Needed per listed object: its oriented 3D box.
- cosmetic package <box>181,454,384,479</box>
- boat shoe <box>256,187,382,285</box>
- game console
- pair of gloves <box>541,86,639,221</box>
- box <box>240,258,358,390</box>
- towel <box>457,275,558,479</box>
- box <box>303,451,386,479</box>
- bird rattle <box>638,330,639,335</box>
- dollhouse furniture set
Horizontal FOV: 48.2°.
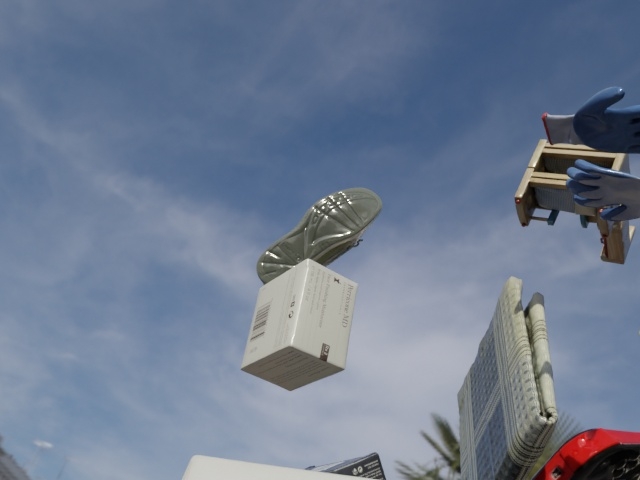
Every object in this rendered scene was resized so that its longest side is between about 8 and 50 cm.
[{"bbox_3d":[0.071,0.379,0.728,0.454,0.161,0.230,4,-57,11],"label":"cosmetic package"},{"bbox_3d":[0.001,0.002,1.566,0.118,0.320,0.103,44,-15,21],"label":"boat shoe"},{"bbox_3d":[0.439,0.473,1.224,0.342,0.060,0.386,16,-64,-35],"label":"game console"},{"bbox_3d":[0.351,-0.097,0.849,0.159,0.023,0.198,10,-40,47],"label":"pair of gloves"},{"bbox_3d":[-0.039,0.159,1.320,0.119,0.180,0.182,28,-36,-25],"label":"box"},{"bbox_3d":[0.286,0.260,1.120,0.056,0.324,0.312,12,-55,-1],"label":"towel"},{"bbox_3d":[0.025,0.402,1.020,0.093,0.158,0.156,-6,-17,-45],"label":"box"},{"bbox_3d":[0.427,0.159,0.685,0.143,0.253,0.206,-17,-35,-18],"label":"bird rattle"},{"bbox_3d":[0.388,-0.038,1.081,0.129,0.129,0.183,10,-35,34],"label":"dollhouse furniture set"}]
